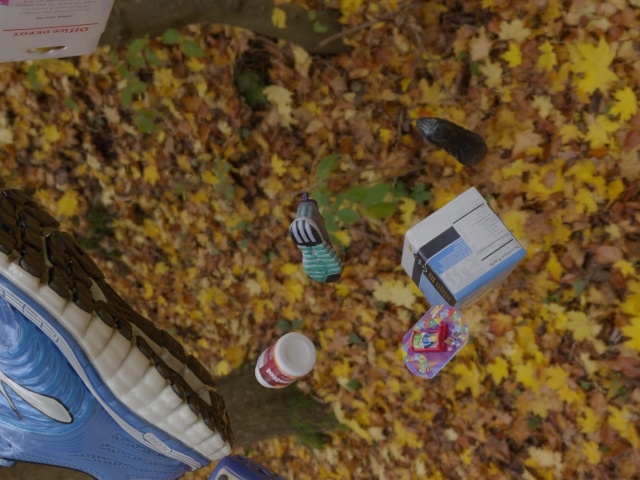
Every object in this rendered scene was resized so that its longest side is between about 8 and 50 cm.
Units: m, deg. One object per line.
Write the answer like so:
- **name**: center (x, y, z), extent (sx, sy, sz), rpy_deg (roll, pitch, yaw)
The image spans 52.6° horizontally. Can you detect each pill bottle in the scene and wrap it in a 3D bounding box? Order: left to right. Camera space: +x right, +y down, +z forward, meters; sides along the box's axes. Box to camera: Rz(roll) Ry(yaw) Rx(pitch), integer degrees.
- **pill bottle**: center (-0.074, 0.243, 1.281), extent (0.152, 0.086, 0.086), rpy_deg (-46, 58, 55)

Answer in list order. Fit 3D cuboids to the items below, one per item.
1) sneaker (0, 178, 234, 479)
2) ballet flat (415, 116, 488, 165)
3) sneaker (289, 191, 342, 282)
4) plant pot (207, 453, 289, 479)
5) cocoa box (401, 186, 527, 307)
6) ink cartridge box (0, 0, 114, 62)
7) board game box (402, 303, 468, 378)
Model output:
- **sneaker**: center (-0.209, 0.080, 0.450), extent (0.330, 0.147, 0.130), rpy_deg (52, 177, -22)
- **ballet flat**: center (0.225, -0.169, 1.077), extent (0.057, 0.173, 0.049), rpy_deg (-54, 46, 16)
- **sneaker**: center (0.000, 0.000, 1.334), extent (0.224, 0.083, 0.098), rpy_deg (70, -157, -53)
- **plant pot**: center (-0.132, 0.533, 1.162), extent (0.236, 0.236, 0.212), rpy_deg (27, 162, 16)
- **cocoa box**: center (0.381, 0.053, 1.788), extent (0.228, 0.231, 0.347), rpy_deg (55, 175, 16)
- **ink cartridge box**: center (-0.237, -0.229, 0.560), extent (0.181, 0.104, 0.061), rpy_deg (-31, 78, 56)
- **board game box**: center (0.236, 0.210, 1.397), extent (0.169, 0.033, 0.133), rpy_deg (-48, 39, 10)
